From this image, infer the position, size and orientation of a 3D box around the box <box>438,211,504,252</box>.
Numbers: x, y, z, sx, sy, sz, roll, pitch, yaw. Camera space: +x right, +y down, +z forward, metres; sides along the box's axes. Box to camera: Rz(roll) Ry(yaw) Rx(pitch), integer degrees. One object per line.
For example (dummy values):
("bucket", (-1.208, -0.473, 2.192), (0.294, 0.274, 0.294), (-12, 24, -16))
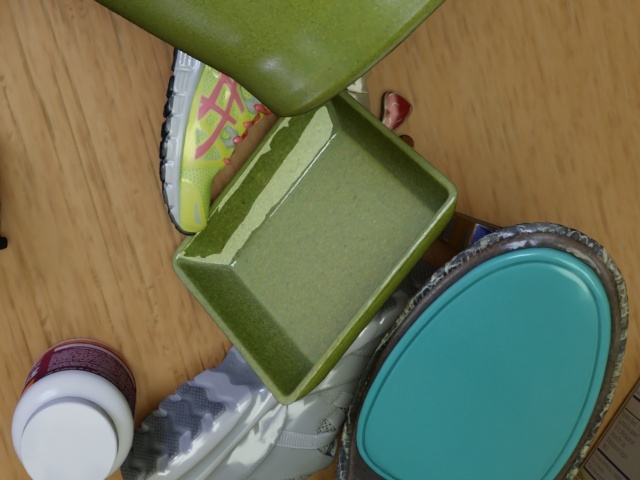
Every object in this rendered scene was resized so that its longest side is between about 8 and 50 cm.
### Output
("box", (0.136, 0.005, 1.010), (0.081, 0.136, 0.028), (18, 97, -8))

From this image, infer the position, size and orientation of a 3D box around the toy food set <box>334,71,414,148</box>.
("toy food set", (0.037, -0.065, 1.049), (0.078, 0.019, 0.122), (19, 89, -9))

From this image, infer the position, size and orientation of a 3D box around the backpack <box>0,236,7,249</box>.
("backpack", (-0.285, -0.042, 0.981), (0.105, 0.084, 0.114), (-5, 97, -8))

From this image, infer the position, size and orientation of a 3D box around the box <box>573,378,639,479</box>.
("box", (0.298, 0.259, 1.079), (0.214, 0.117, 0.243), (31, 95, -10))

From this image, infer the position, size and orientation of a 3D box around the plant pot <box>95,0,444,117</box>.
("plant pot", (-0.064, -0.274, 0.833), (0.353, 0.366, 0.366), (44, 92, -13))

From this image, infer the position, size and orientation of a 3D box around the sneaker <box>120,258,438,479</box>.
("sneaker", (-0.015, 0.117, 1.041), (0.281, 0.105, 0.115), (-37, 122, -1))

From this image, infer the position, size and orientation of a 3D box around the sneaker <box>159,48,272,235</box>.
("sneaker", (-0.066, -0.103, 0.999), (0.094, 0.081, 0.208), (9, 97, -10))

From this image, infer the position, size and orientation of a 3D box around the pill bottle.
("pill bottle", (-0.177, 0.127, 0.985), (0.086, 0.152, 0.086), (-1, 99, -7))

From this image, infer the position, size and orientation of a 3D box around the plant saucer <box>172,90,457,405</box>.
("plant saucer", (0.000, 0.000, 0.975), (0.188, 0.188, 0.045), (-51, 135, 8))

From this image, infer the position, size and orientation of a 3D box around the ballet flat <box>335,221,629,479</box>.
("ballet flat", (0.088, 0.185, 1.009), (0.164, 0.182, 0.482), (24, 110, 10))
